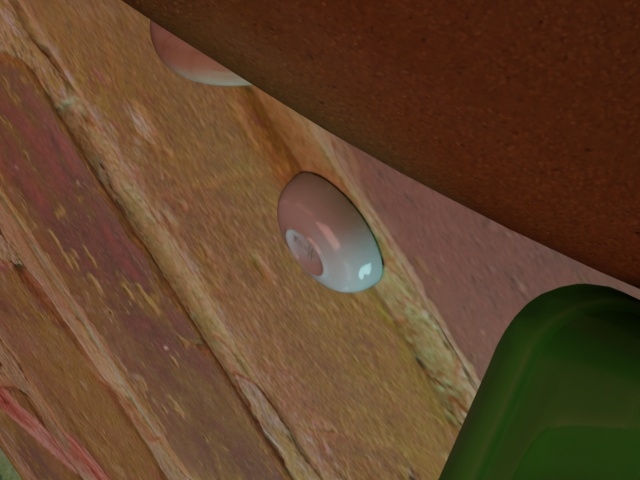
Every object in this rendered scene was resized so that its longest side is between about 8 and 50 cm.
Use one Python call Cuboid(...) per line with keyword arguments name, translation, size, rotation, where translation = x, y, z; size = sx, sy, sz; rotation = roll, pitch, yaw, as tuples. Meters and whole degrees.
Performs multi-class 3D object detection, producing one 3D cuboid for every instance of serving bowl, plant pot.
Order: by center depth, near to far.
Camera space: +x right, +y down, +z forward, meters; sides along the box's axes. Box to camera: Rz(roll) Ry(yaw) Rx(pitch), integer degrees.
Cuboid(name="plant pot", translation=(0.102, -0.085, 0.527), size=(0.254, 0.237, 0.237), rotation=(41, 158, -7))
Cuboid(name="serving bowl", translation=(0.000, 0.000, 1.059), size=(0.083, 0.027, 0.083), rotation=(43, 155, 26))

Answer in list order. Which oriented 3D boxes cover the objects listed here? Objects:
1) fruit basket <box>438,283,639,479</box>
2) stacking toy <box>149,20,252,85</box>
Cuboid(name="fruit basket", translation=(0.192, 0.175, 0.562), size=(0.392, 0.283, 0.392), rotation=(25, 170, 5))
Cuboid(name="stacking toy", translation=(-0.048, -0.236, 0.709), size=(0.141, 0.141, 0.330), rotation=(21, 135, 52))
